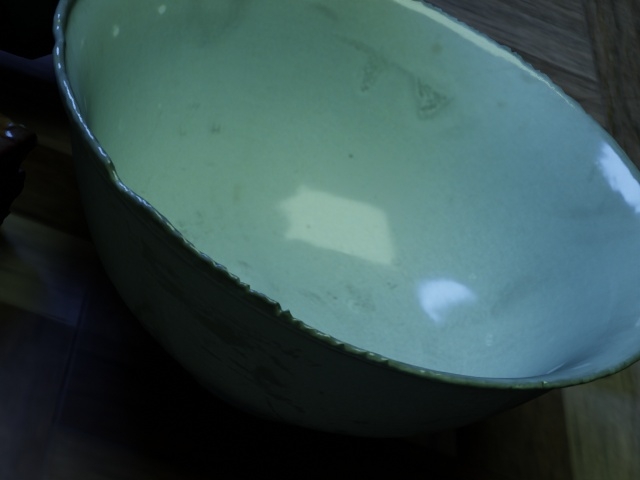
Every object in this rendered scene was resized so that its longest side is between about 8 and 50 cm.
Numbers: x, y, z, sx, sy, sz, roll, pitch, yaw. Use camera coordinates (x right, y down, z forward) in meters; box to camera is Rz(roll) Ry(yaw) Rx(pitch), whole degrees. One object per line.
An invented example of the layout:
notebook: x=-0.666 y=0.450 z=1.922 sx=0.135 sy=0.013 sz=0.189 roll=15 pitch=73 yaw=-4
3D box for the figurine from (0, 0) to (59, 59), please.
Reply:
figurine: x=-0.102 y=-0.195 z=0.836 sx=0.308 sy=0.308 sz=0.143 roll=2 pitch=33 yaw=-34

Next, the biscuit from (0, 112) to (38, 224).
biscuit: x=-0.230 y=-0.012 z=0.679 sx=0.106 sy=0.070 sz=0.252 roll=35 pitch=34 yaw=8

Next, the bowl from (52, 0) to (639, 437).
bowl: x=0.000 y=0.000 z=0.759 sx=0.313 sy=0.146 sz=0.313 roll=20 pitch=36 yaw=-15
